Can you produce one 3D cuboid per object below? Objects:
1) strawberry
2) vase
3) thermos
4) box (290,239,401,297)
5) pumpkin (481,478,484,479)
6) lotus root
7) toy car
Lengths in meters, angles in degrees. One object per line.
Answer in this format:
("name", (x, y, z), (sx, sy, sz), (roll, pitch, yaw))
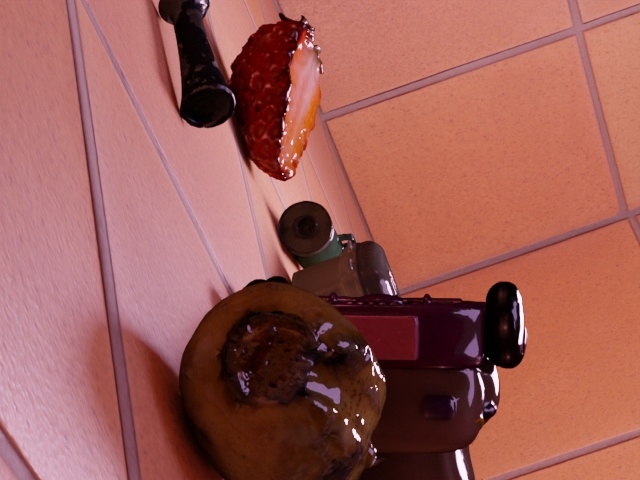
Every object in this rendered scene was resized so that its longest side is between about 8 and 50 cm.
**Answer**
("strawberry", (-0.073, -0.185, 2.336), (0.190, 0.111, 0.236), (82, 18, -51))
("vase", (-0.130, -0.194, 1.848), (0.059, 0.059, 0.167), (66, 6, -48))
("thermos", (-0.005, -0.001, 2.432), (0.073, 0.083, 0.188), (49, -3, 14))
("box", (0.037, 0.090, 2.235), (0.210, 0.129, 0.148), (-84, 155, -78))
("pumpkin", (0.111, 0.341, 2.387), (0.278, 0.111, 0.163), (45, 42, -9))
("lotus root", (-0.022, 0.125, 1.313), (0.278, 0.154, 0.154), (59, 13, -66))
("toy car", (0.059, 0.156, 1.697), (0.340, 0.271, 0.240), (16, 76, -81))
